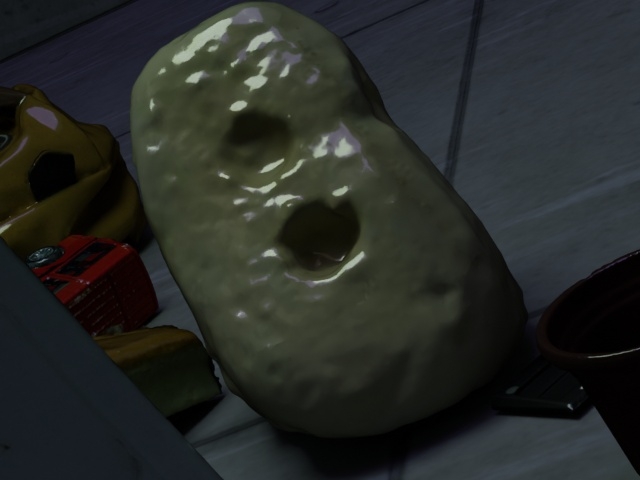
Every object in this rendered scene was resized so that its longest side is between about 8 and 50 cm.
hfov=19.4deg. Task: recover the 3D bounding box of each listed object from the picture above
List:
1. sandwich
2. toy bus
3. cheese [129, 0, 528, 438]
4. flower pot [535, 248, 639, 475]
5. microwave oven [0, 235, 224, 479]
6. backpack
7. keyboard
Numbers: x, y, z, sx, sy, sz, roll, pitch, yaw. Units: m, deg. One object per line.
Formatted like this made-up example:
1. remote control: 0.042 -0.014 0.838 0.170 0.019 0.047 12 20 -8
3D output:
1. sandwich: -0.222 0.115 1.216 0.245 0.063 0.212 -14 2 37
2. toy bus: -0.217 0.074 1.425 0.089 0.081 0.195 2 31 41
3. cheese: -0.001 0.001 1.085 0.173 0.251 0.248 -29 32 -6
4. flower pot: 0.165 0.061 0.845 0.111 0.089 0.111 -24 17 8
5. microwave oven: -0.215 0.192 0.686 0.355 0.286 0.218 -42 -3 -39
6. backpack: -0.351 -0.026 1.718 0.353 0.201 0.378 -29 19 -21
7. keyboard: 0.178 0.037 1.038 0.202 0.011 0.067 -37 21 -32
